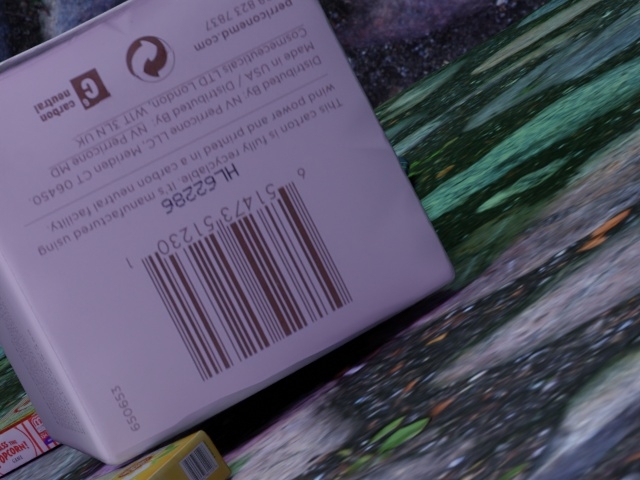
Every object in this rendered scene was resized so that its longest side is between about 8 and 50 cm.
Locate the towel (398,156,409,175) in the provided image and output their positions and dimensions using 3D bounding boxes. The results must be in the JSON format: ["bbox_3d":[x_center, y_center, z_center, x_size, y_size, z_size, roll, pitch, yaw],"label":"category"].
[{"bbox_3d":[0.000,0.000,2.134,0.243,0.040,0.336,-30,10,10],"label":"towel"}]

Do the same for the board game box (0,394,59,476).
[{"bbox_3d":[-0.308,0.197,2.092,0.147,0.045,0.193,-29,8,28],"label":"board game box"}]

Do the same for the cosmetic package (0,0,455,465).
[{"bbox_3d":[-0.144,-0.027,1.601,0.329,0.327,0.394,-29,4,-15],"label":"cosmetic package"}]

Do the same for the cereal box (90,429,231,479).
[{"bbox_3d":[-0.198,0.233,1.370,0.240,0.047,0.173,-28,8,39],"label":"cereal box"}]
